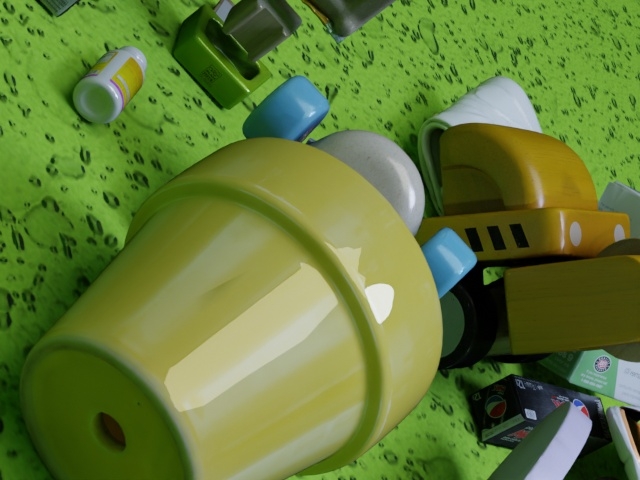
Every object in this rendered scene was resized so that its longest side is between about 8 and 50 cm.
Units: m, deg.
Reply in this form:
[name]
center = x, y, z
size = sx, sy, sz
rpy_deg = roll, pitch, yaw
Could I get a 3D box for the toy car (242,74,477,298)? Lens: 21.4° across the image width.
[toy car]
center = 0.000, 0.000, 1.493
size = 0.219, 0.210, 0.238
rpy_deg = 46, 2, 4

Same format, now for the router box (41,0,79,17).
[router box]
center = -0.257, -0.298, 1.464
size = 0.179, 0.046, 0.133
rpy_deg = 46, 33, -21

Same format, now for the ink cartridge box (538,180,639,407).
[ink cartridge box]
center = 0.337, 0.062, 1.827
size = 0.154, 0.212, 0.093
rpy_deg = 22, 6, -38

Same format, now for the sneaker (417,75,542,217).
[sneaker]
center = 0.206, -0.023, 1.858
size = 0.169, 0.108, 0.292
rpy_deg = -31, 92, -46

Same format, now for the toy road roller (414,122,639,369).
[toy road roller]
center = 0.232, 0.000, 1.644
size = 0.202, 0.330, 0.240
rpy_deg = 1, 85, -54

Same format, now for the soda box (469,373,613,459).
[soda box]
center = 0.227, 0.183, 1.729
size = 0.169, 0.060, 0.053
rpy_deg = 19, 48, -46

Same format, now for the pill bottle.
[pill bottle]
center = -0.177, -0.135, 1.441
size = 0.043, 0.043, 0.083
rpy_deg = 50, 32, -14

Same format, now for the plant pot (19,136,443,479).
[plant pot]
center = -0.079, 0.084, 1.224
size = 0.239, 0.254, 0.254
rpy_deg = -35, 94, -43

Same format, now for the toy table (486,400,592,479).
[toy table]
center = 0.203, 0.278, 1.470
size = 0.161, 0.252, 0.274
rpy_deg = 42, 51, 2

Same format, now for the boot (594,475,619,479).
[boot]
center = 0.365, 0.374, 1.735
size = 0.248, 0.090, 0.207
rpy_deg = 40, 33, -32

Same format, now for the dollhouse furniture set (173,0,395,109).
[dollhouse furniture set]
center = -0.022, -0.289, 1.543
size = 0.197, 0.301, 0.151
rpy_deg = 46, 36, -16

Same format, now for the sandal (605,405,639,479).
[sandal]
center = 0.365, 0.220, 1.810
size = 0.265, 0.076, 0.102
rpy_deg = 28, 42, -70
